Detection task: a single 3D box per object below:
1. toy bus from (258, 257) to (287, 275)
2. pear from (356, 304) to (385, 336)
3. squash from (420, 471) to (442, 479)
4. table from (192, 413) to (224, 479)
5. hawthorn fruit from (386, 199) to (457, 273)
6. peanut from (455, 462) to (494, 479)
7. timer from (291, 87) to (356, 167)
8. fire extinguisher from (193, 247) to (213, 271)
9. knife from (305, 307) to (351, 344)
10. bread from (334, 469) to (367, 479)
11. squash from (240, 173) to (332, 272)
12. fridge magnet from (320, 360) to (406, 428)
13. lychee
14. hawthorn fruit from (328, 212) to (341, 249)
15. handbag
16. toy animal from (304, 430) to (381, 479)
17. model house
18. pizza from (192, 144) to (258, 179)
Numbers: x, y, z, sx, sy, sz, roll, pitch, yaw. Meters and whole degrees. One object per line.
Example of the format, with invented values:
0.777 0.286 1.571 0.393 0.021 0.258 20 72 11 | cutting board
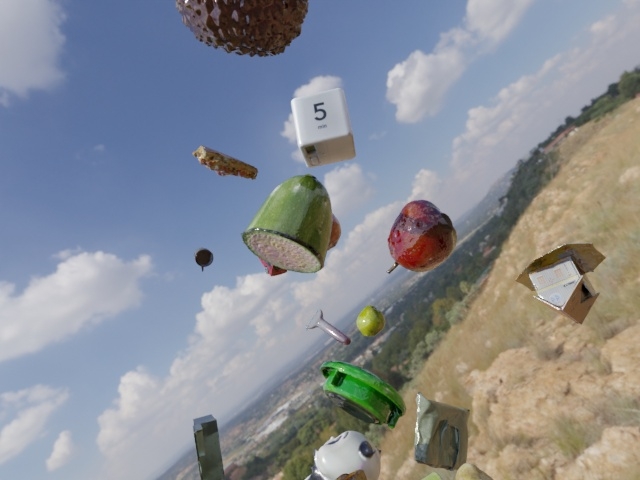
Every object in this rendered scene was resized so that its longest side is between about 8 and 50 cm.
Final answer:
-0.207 0.056 1.702 0.081 0.195 0.089 -14 -47 -26 | toy bus
0.159 0.251 1.306 0.092 0.096 0.092 -7 -6 -1 | pear
0.425 1.074 1.793 0.225 0.094 0.094 -3 -26 -23 | squash
-0.291 0.544 1.078 0.063 0.146 0.175 -7 -10 -22 | table
0.307 0.013 1.324 0.266 0.210 0.230 -55 -5 13 | hawthorn fruit
0.317 0.581 0.817 0.137 0.122 0.253 -38 40 56 | peanut
0.014 -0.403 1.516 0.195 0.194 0.192 -10 -16 6 | timer
-0.520 0.082 1.815 0.106 0.075 0.252 -68 19 -6 | fire extinguisher
0.029 0.409 1.911 0.053 0.278 0.123 35 -97 -40 | knife
0.133 0.842 1.133 0.109 0.380 0.185 -32 -19 19 | bread
-0.090 -0.082 1.512 0.310 0.311 0.308 119 172 -64 | squash
0.089 0.338 0.927 0.088 0.208 0.208 -57 -1 -27 | fridge magnet
-0.139 -0.467 0.731 0.271 0.271 0.271 -38 -10 -8 | lychee
0.000 0.000 1.642 0.165 0.165 0.285 -47 18 34 | hawthorn fruit
0.480 0.762 1.647 0.109 0.316 0.253 -22 48 46 | handbag
0.071 0.792 1.378 0.310 0.251 0.251 -51 -7 -13 | toy animal
0.620 0.121 1.044 0.207 0.135 0.219 -31 -40 31 | model house
-0.269 -0.202 1.092 0.199 0.188 0.062 -19 -50 -81 | pizza
